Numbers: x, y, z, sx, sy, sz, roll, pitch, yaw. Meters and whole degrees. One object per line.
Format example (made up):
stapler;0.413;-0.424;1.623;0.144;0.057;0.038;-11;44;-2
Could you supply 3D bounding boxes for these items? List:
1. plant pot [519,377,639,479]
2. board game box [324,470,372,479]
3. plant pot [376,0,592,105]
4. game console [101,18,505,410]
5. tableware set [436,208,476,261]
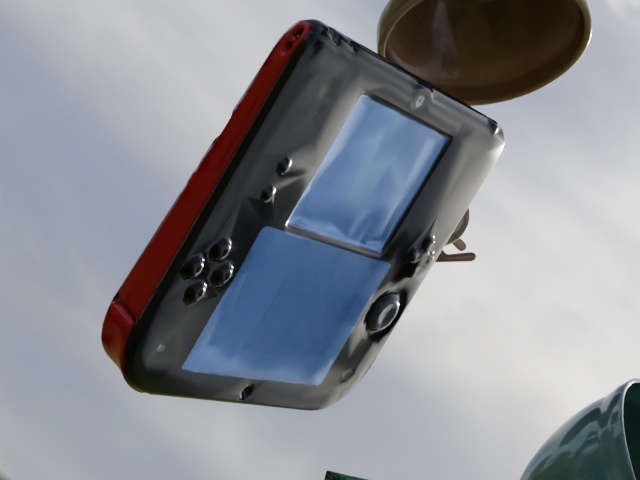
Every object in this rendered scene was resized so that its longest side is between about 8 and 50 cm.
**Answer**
plant pot;0.309;0.318;1.461;0.196;0.293;0.293;-28;-67;25
board game box;0.105;0.270;1.064;0.259;0.136;0.030;7;-19;26
plant pot;0.175;-0.259;1.527;0.237;0.237;0.110;83;1;-60
game console;0.000;0.000;1.244;0.060;0.342;0.386;41;12;30
tableware set;0.072;-0.026;1.561;0.039;0.194;0.128;112;-26;-64
